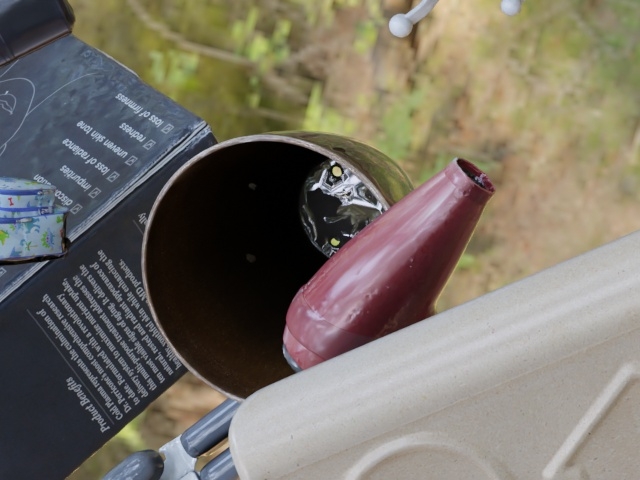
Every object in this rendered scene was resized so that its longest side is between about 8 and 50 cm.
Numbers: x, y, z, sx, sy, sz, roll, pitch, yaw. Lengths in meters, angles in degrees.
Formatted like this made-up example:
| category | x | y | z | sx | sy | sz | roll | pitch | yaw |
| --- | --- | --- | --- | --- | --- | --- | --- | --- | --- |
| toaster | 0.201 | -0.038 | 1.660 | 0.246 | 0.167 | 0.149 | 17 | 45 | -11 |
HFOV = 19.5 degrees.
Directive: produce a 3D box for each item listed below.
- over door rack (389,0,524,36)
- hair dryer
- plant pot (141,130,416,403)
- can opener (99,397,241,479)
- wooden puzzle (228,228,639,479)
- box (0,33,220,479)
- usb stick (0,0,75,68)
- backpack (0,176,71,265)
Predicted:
| category | x | y | z | sx | sy | sz | roll | pitch | yaw |
| --- | --- | --- | --- | --- | --- | --- | --- | --- | --- |
| over door rack | 0.006 | -0.290 | 1.654 | 0.324 | 0.239 | 0.108 | 14 | 70 | 36 |
| hair dryer | 0.085 | 0.075 | 1.324 | 0.080 | 0.224 | 0.293 | -103 | 10 | -62 |
| plant pot | 0.000 | 0.000 | 1.498 | 0.230 | 0.215 | 0.215 | -38 | -32 | -67 |
| can opener | -0.106 | 0.199 | 1.736 | 0.283 | 0.095 | 0.076 | -38 | 72 | 20 |
| wooden puzzle | 0.155 | 0.193 | 1.125 | 0.080 | 0.322 | 0.348 | -74 | -40 | -81 |
| box | -0.378 | 0.013 | 2.389 | 0.472 | 0.297 | 0.480 | -40 | 41 | -13 |
| usb stick | -0.379 | -0.187 | 1.873 | 0.077 | 0.278 | 0.045 | 64 | 179 | -18 |
| backpack | -0.321 | -0.020 | 1.861 | 0.105 | 0.114 | 0.084 | 12 | 106 | 45 |
